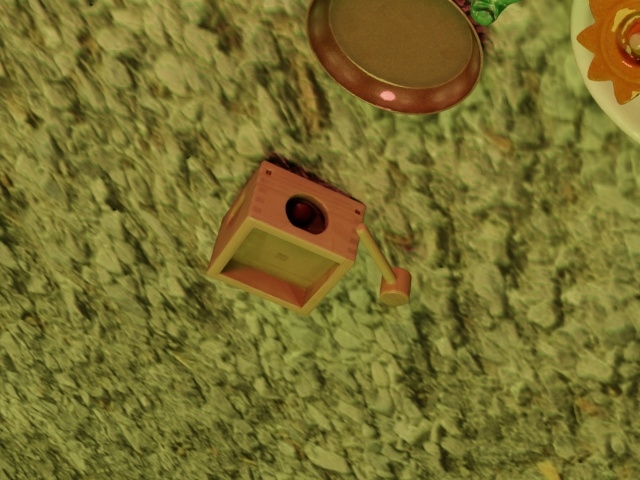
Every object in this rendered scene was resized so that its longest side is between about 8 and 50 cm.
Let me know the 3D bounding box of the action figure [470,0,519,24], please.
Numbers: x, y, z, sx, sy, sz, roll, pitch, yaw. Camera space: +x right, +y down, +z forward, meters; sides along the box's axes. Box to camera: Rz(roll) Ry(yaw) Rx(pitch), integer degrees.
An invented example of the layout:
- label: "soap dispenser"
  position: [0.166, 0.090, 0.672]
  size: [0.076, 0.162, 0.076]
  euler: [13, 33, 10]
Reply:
- label: "action figure"
  position: [0.161, -0.254, 0.827]
  size: [0.137, 0.063, 0.232]
  euler: [27, 112, -2]

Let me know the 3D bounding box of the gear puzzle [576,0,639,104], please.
- label: "gear puzzle"
  position: [0.193, -0.252, 0.741]
  size: [0.175, 0.044, 0.339]
  euler: [-6, 99, 36]

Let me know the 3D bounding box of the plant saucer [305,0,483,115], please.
- label: "plant saucer"
  position: [0.069, -0.184, 1.090]
  size: [0.168, 0.029, 0.168]
  euler: [16, 145, 12]

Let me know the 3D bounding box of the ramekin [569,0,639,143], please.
- label: "ramekin"
  position: [0.328, -0.177, 0.850]
  size: [0.277, 0.135, 0.277]
  euler: [17, 144, 13]

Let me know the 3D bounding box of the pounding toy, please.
- label: "pounding toy"
  position: [0.009, -0.002, 1.316]
  size: [0.206, 0.094, 0.181]
  euler: [23, 141, -14]
